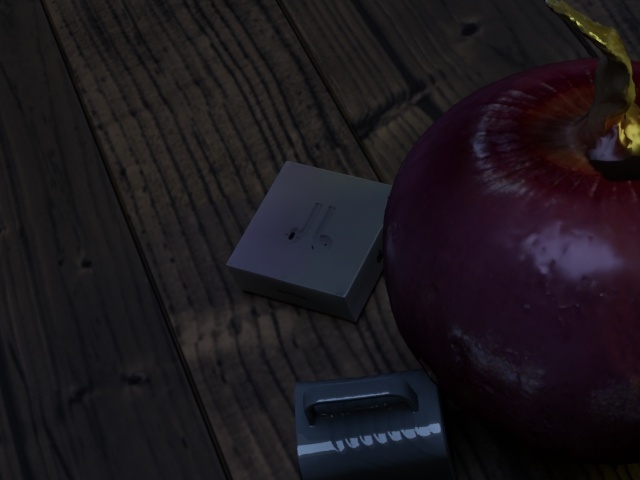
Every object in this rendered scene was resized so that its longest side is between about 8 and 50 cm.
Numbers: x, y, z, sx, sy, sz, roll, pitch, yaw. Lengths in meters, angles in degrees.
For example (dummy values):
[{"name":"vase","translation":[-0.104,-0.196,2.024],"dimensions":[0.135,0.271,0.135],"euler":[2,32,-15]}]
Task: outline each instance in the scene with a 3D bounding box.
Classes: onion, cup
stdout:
[{"name":"onion","translation":[0.239,-0.005,1.107],"dimensions":[0.358,0.345,0.358],"euler":[13,54,-18]},{"name":"cup","translation":[0.040,0.154,1.165],"dimensions":[0.129,0.128,0.095],"euler":[-11,50,8]}]

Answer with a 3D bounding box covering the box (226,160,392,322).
[{"name":"box","translation":[0.000,0.000,1.342],"dimensions":[0.130,0.051,0.129],"euler":[14,60,27]}]
